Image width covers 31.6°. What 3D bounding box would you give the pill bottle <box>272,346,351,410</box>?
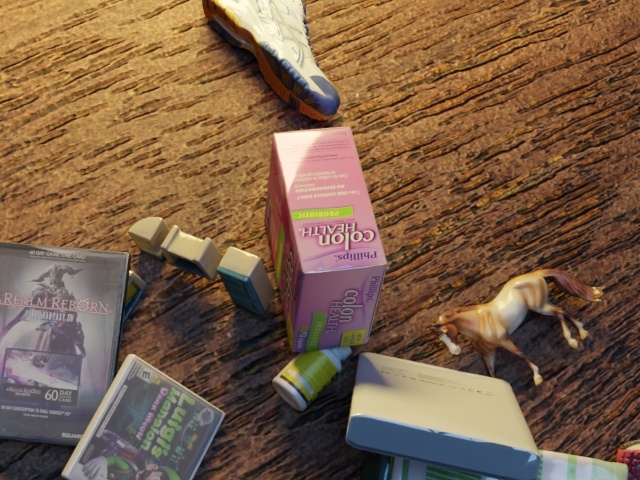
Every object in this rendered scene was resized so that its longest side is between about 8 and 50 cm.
[{"bbox_3d":[-0.010,0.189,1.658,0.065,0.065,0.116,43,71,7],"label":"pill bottle"}]

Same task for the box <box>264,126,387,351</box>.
[{"bbox_3d":[0.000,0.000,1.619,0.117,0.213,0.243,-7,57,-11],"label":"box"}]

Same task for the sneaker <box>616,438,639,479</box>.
[{"bbox_3d":[0.592,0.321,1.695,0.299,0.120,0.112,-3,36,0],"label":"sneaker"}]

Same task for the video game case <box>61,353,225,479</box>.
[{"bbox_3d":[-0.241,0.282,1.570,0.173,0.022,0.190,38,66,-26],"label":"video game case"}]

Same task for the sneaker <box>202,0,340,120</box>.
[{"bbox_3d":[-0.053,-0.327,1.809,0.131,0.112,0.296,-39,81,-19],"label":"sneaker"}]

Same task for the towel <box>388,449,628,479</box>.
[{"bbox_3d":[0.239,0.386,1.466,0.325,0.038,0.247,10,70,-5],"label":"towel"}]

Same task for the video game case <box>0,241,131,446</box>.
[{"bbox_3d":[-0.378,0.145,1.587,0.196,0.026,0.274,5,83,5],"label":"video game case"}]

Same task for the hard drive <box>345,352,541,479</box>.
[{"bbox_3d":[0.157,0.228,1.518,0.233,0.353,0.047,12,97,2],"label":"hard drive"}]

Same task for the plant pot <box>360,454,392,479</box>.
[{"bbox_3d":[0.126,0.432,1.548,0.166,0.165,0.234,15,73,-4],"label":"plant pot"}]

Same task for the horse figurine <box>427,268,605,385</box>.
[{"bbox_3d":[0.308,0.124,1.733,0.263,0.066,0.174,-37,86,-16],"label":"horse figurine"}]

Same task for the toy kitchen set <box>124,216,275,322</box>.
[{"bbox_3d":[-0.202,0.084,1.658,0.207,0.122,0.166,21,68,20],"label":"toy kitchen set"}]
